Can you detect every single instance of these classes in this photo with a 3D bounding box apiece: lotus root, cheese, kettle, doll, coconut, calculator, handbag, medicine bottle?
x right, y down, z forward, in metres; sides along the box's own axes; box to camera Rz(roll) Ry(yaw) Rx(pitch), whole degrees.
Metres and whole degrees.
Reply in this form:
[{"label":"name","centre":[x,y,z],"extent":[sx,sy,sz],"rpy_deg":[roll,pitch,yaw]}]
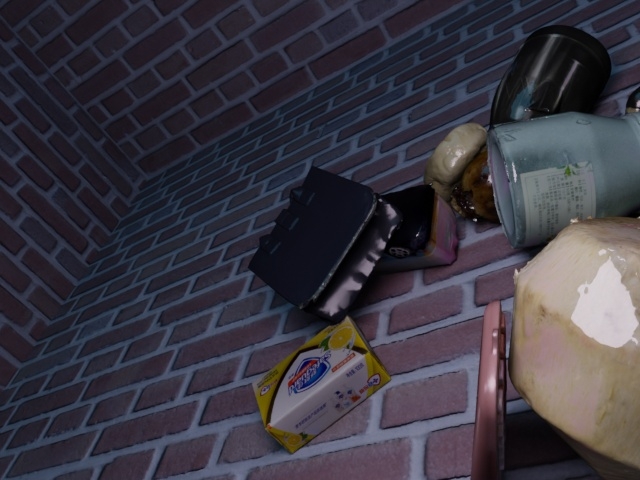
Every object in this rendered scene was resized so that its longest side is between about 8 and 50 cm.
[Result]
[{"label":"lotus root","centre":[0.429,-0.141,1.380],"extent":[0.314,0.169,0.141],"rpy_deg":[-33,34,17]},{"label":"cheese","centre":[0.328,-0.176,1.503],"extent":[0.159,0.263,0.093],"rpy_deg":[-41,70,-14]},{"label":"kettle","centre":[0.514,-0.316,1.539],"extent":[0.324,0.228,0.321],"rpy_deg":[-55,5,-22]},{"label":"doll","centre":[0.693,-0.261,1.357],"extent":[0.179,0.089,0.102],"rpy_deg":[-63,28,3]},{"label":"coconut","centre":[0.404,0.152,0.802],"extent":[0.353,0.352,0.352],"rpy_deg":[-29,29,17]},{"label":"calculator","centre":[0.238,0.235,0.874],"extent":[0.048,0.329,0.220],"rpy_deg":[3,42,17]},{"label":"handbag","centre":[0.000,0.000,1.424],"extent":[0.303,0.122,0.329],"rpy_deg":[-58,36,-3]},{"label":"medicine bottle","centre":[0.485,-0.128,1.178],"extent":[0.290,0.245,0.245],"rpy_deg":[-12,32,8]}]

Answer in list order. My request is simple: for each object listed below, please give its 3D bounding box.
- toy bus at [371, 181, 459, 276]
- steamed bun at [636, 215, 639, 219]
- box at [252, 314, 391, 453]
[{"label":"toy bus","centre":[0.141,0.002,1.504],"extent":[0.386,0.162,0.171],"rpy_deg":[-12,54,42]},{"label":"steamed bun","centre":[0.540,0.029,1.061],"extent":[0.231,0.110,0.212],"rpy_deg":[-28,5,-28]},{"label":"box","centre":[-0.002,0.295,1.305],"extent":[0.265,0.097,0.168],"rpy_deg":[-37,27,2]}]
